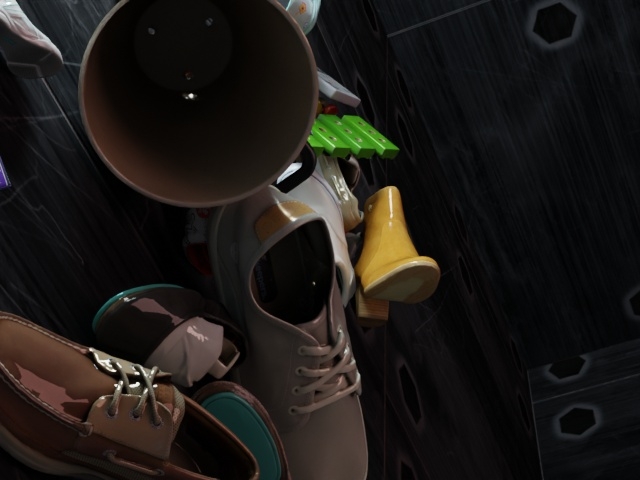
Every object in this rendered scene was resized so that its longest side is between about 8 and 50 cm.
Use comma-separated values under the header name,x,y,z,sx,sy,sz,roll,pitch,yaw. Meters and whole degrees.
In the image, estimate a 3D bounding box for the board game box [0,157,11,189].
name,x,y,z,sx,sy,sz,roll,pitch,yaw
board game box,-0.333,-0.126,1.014,0.136,0.035,0.201,-35,107,-75

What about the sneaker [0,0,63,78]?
name,x,y,z,sx,sy,sz,roll,pitch,yaw
sneaker,-0.300,-0.208,1.196,0.152,0.053,0.061,44,29,-60

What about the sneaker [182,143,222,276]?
name,x,y,z,sx,sy,sz,roll,pitch,yaw
sneaker,-0.116,-0.011,1.592,0.270,0.090,0.145,63,31,-70

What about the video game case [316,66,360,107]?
name,x,y,z,sx,sy,sz,roll,pitch,yaw
video game case,-0.020,-0.302,2.209,0.173,0.022,0.190,38,10,11

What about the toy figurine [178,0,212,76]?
name,x,y,z,sx,sy,sz,roll,pitch,yaw
toy figurine,-0.174,-0.338,1.653,0.213,0.148,0.210,-94,166,-49

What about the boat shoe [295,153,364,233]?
name,x,y,z,sx,sy,sz,roll,pitch,yaw
boat shoe,0.018,-0.120,2.153,0.113,0.103,0.302,56,22,-48

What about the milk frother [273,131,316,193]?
name,x,y,z,sx,sy,sz,roll,pitch,yaw
milk frother,-0.079,-0.133,1.726,0.129,0.134,0.143,50,7,-25

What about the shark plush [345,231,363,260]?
name,x,y,z,sx,sy,sz,roll,pitch,yaw
shark plush,0.039,0.020,2.227,0.161,0.073,0.067,145,-52,-84

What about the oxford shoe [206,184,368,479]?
name,x,y,z,sx,sy,sz,roll,pitch,yaw
oxford shoe,-0.022,0.145,1.484,0.169,0.130,0.450,-29,117,-33

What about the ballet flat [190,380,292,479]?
name,x,y,z,sx,sy,sz,roll,pitch,yaw
ballet flat,-0.080,0.272,1.385,0.106,0.107,0.316,-120,-170,-64

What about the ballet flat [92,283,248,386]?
name,x,y,z,sx,sy,sz,roll,pitch,yaw
ballet flat,-0.139,0.102,1.301,0.096,0.095,0.280,43,9,15

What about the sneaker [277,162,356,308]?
name,x,y,z,sx,sy,sz,roll,pitch,yaw
sneaker,0.000,0.000,1.964,0.091,0.094,0.258,-87,155,-65

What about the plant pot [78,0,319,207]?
name,x,y,z,sx,sy,sz,roll,pitch,yaw
plant pot,-0.150,-0.205,1.432,0.274,0.256,0.257,-114,180,-66

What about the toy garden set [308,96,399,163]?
name,x,y,z,sx,sy,sz,roll,pitch,yaw
toy garden set,-0.017,-0.188,2.046,0.204,0.049,0.244,42,27,31

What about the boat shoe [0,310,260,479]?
name,x,y,z,sx,sy,sz,roll,pitch,yaw
boat shoe,-0.173,0.147,1.063,0.324,0.116,0.123,42,29,-41

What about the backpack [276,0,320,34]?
name,x,y,z,sx,sy,sz,roll,pitch,yaw
backpack,-0.084,-0.394,1.977,0.144,0.165,0.188,35,41,-52

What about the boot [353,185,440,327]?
name,x,y,z,sx,sy,sz,roll,pitch,yaw
boot,0.116,0.004,2.010,0.295,0.104,0.211,130,-34,-64
